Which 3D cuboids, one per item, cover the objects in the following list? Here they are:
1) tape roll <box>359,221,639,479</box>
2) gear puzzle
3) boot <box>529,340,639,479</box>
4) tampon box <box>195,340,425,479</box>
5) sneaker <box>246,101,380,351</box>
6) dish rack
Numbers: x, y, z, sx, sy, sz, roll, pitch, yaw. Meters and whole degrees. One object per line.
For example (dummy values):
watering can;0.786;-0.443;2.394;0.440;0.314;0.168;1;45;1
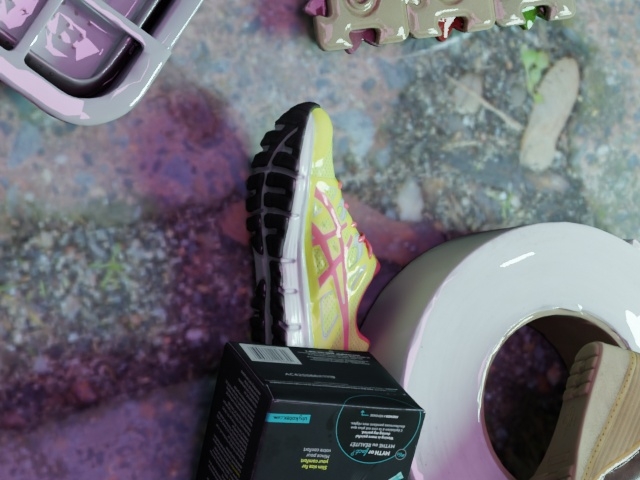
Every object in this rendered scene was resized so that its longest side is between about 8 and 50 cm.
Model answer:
tape roll;0.166;0.127;1.341;0.286;0.100;0.286;2;85;-24
gear puzzle;0.128;-0.253;1.388;0.339;0.044;0.175;-11;95;-25
boot;0.248;0.215;1.266;0.207;0.090;0.248;29;70;-17
tampon box;-0.015;0.168;1.225;0.120;0.101;0.161;7;108;-24
sneaker;0.000;0.000;1.291;0.094;0.081;0.208;-1;97;-25
dish rack;-0.189;-0.273;1.227;0.285;0.072;0.333;37;72;-17
